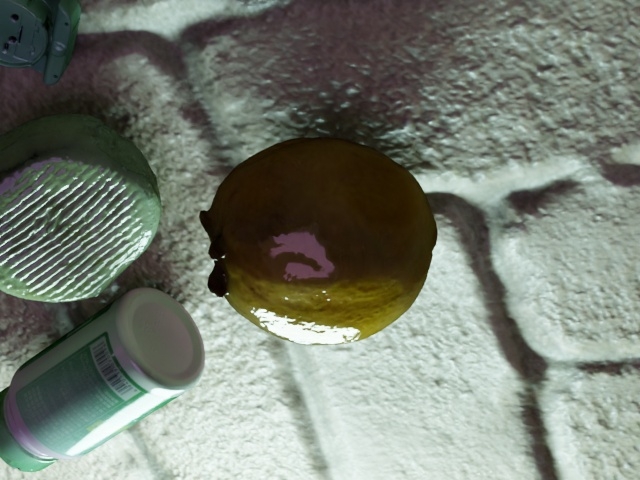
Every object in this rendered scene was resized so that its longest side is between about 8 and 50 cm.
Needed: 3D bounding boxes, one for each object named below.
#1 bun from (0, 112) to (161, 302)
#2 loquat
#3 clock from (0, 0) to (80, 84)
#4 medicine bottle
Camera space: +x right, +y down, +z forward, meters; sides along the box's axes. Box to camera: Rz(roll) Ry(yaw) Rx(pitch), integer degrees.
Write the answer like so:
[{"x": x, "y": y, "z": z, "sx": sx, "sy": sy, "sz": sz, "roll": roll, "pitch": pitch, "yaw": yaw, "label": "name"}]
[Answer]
[{"x": -0.280, "y": -0.039, "z": 1.835, "sx": 0.221, "sy": 0.108, "sz": 0.221, "roll": -6, "pitch": 128, "yaw": -7, "label": "bun"}, {"x": 0.000, "y": 0.000, "z": 1.762, "sx": 0.238, "sy": 0.193, "sz": 0.238, "roll": -6, "pitch": 146, "yaw": -4, "label": "loquat"}, {"x": -0.313, "y": -0.218, "z": 1.750, "sx": 0.135, "sy": 0.041, "sz": 0.101, "roll": 17, "pitch": 131, "yaw": -1, "label": "clock"}, {"x": -0.268, "y": 0.168, "z": 2.001, "sx": 0.274, "sy": 0.133, "sz": 0.133, "roll": -33, "pitch": 116, "yaw": 32, "label": "medicine bottle"}]
